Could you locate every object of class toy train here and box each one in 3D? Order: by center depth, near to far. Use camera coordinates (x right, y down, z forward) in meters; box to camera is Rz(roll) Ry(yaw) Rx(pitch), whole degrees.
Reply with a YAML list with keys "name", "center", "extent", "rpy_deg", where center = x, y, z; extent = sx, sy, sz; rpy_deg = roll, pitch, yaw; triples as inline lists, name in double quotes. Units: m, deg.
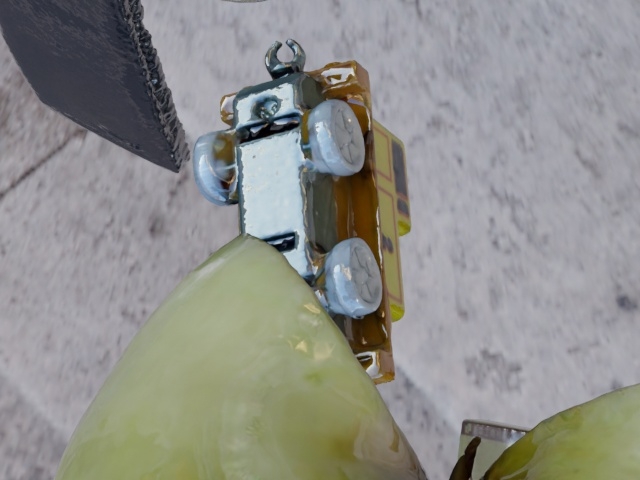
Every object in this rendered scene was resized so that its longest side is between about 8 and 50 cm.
- name: "toy train"
  center: [0.000, 0.000, 1.012]
  extent: [0.089, 0.127, 0.219]
  rpy_deg: [-15, 68, 25]

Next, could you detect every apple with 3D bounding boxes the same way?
- name: "apple"
  center: [0.036, 0.154, 0.682]
  extent: [0.295, 0.233, 0.257]
  rpy_deg: [21, 144, 15]

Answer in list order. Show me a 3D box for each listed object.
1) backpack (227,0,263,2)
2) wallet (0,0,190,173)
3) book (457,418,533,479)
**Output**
- name: "backpack"
  center: [-0.060, -0.262, 1.205]
  extent: [0.229, 0.139, 0.229]
  rpy_deg: [3, 141, 2]
- name: "wallet"
  center: [-0.149, -0.119, 1.134]
  extent: [0.124, 0.244, 0.025]
  rpy_deg: [28, 72, 15]
- name: "book"
  center: [0.135, 0.225, 1.063]
  extent: [0.161, 0.026, 0.230]
  rpy_deg: [7, 91, 41]
